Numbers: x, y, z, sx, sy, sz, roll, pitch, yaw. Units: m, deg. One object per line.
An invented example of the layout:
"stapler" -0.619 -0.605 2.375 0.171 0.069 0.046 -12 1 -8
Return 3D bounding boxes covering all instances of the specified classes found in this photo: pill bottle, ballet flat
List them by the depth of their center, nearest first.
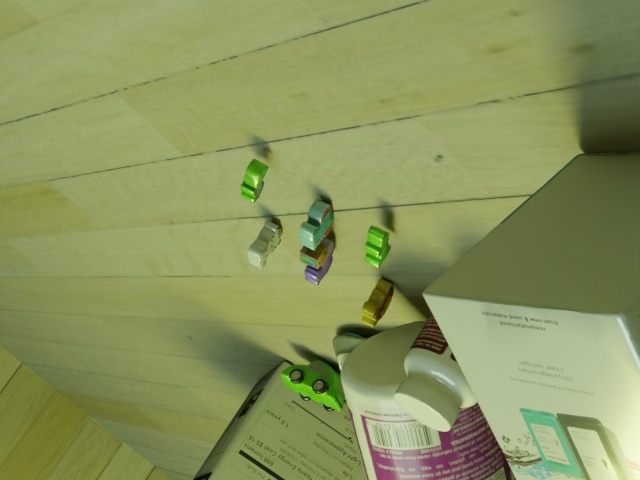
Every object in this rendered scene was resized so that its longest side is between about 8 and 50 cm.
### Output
"pill bottle" 0.137 0.109 1.358 0.086 0.152 0.086 30 159 12
"pill bottle" 0.135 0.254 1.513 0.169 0.169 0.302 10 121 48
"ballet flat" 0.062 0.154 1.694 0.072 0.068 0.213 42 159 -20

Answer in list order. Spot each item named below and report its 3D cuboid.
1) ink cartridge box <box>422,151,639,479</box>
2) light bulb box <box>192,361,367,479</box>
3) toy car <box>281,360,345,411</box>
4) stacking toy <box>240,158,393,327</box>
"ink cartridge box" 0.251 0.099 1.000 0.197 0.198 0.270 4 128 54
"light bulb box" -0.028 0.439 2.049 0.358 0.361 0.225 35 159 -3
"toy car" 0.046 0.213 1.874 0.225 0.053 0.239 21 156 31
"stacking toy" 0.000 0.000 1.477 0.167 0.052 0.221 27 157 14
